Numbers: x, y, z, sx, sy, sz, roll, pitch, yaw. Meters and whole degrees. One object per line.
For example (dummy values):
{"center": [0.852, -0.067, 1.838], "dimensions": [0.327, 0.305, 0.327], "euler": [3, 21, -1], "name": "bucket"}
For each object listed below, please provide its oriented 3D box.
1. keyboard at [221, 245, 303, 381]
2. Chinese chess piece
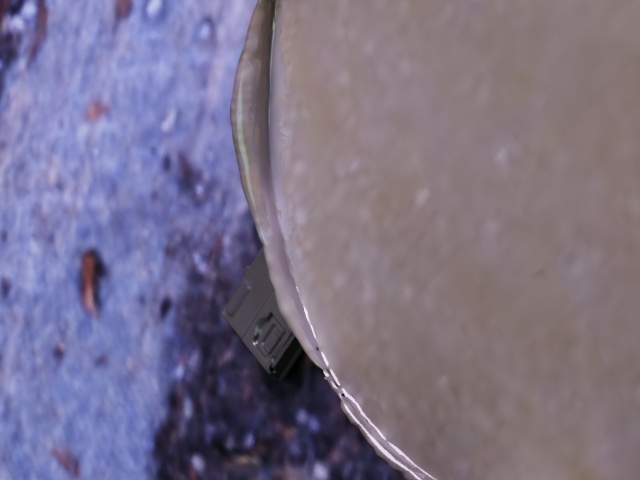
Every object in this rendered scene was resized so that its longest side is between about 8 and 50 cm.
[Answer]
{"center": [0.000, 0.000, 0.854], "dimensions": [0.049, 0.015, 0.129], "euler": [50, 119, 34], "name": "keyboard"}
{"center": [0.123, -0.055, 0.648], "dimensions": [0.338, 0.140, 0.338], "euler": [-5, 83, 46], "name": "Chinese chess piece"}
